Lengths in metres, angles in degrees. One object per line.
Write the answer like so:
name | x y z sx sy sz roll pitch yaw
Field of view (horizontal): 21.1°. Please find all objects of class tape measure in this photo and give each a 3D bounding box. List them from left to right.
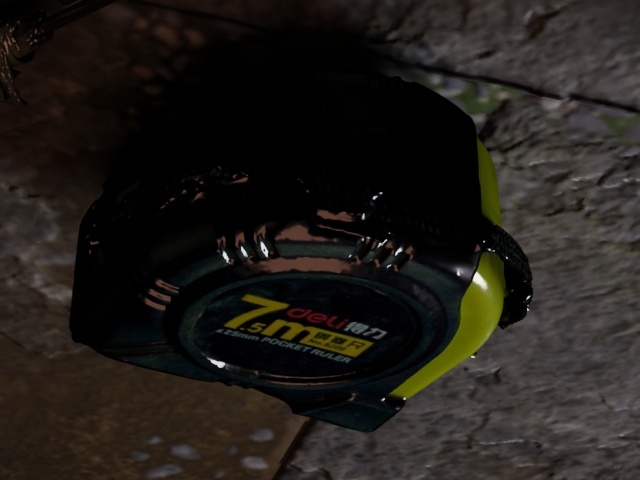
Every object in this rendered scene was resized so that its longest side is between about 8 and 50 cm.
tape measure | 0.000 0.000 0.773 0.199 0.112 0.186 15 149 -26

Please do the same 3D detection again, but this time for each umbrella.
umbrella | -0.178 -0.063 0.763 0.269 0.044 0.044 -19 177 36
